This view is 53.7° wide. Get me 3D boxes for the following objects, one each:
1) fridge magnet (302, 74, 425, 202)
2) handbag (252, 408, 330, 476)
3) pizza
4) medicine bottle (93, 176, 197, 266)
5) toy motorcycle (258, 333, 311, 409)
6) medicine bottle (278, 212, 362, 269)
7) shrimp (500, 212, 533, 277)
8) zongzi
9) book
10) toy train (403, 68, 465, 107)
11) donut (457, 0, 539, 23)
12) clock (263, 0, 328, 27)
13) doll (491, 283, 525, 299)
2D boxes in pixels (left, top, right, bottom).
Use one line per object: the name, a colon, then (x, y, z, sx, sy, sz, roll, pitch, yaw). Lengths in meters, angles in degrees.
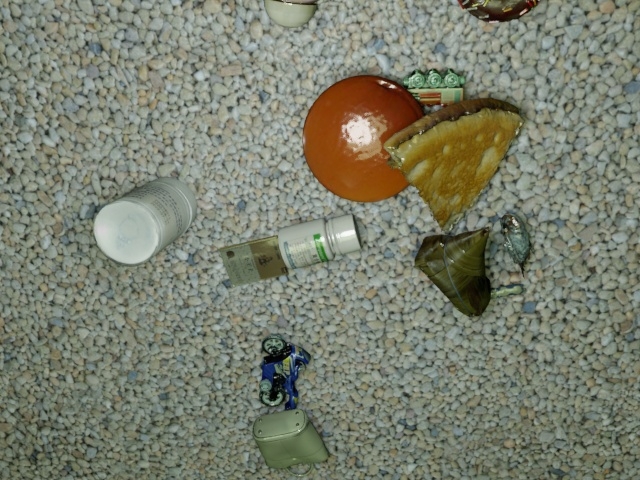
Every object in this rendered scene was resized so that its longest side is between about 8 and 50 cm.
fridge magnet: (0.128, -0.287, 1.806, 0.364, 0.155, 0.363, 2, 109, 5)
handbag: (-0.102, 0.725, 2.230, 0.241, 0.109, 0.315, -12, 131, 10)
pizza: (0.399, -0.258, 1.767, 0.392, 0.080, 0.435, -44, 139, 3)
medicine bottle: (-0.500, -0.064, 1.852, 0.190, 0.332, 0.190, 3, 108, 9)
toy motorcycle: (-0.120, 0.443, 2.116, 0.169, 0.113, 0.315, 2, 119, -5)
medicine bottle: (0.000, 0.000, 1.930, 0.237, 0.139, 0.139, -13, 108, 8)
shrimp: (0.598, 0.022, 1.922, 0.090, 0.079, 0.233, -30, 115, -25)
zongzi: (0.461, 0.086, 1.866, 0.286, 0.138, 0.300, 45, 143, -12)
book: (-0.214, 0.067, 2.035, 0.199, 0.016, 0.138, -13, 108, 9)
toy train: (0.321, -0.423, 1.787, 0.176, 0.074, 0.118, -2, 113, 3)
donut: (0.479, -0.706, 1.656, 0.270, 0.103, 0.269, 1, 108, 4)
clock: (-0.057, -0.765, 1.645, 0.342, 0.184, 0.326, -34, 108, 20)
doll: (0.583, 0.161, 1.994, 0.125, 0.027, 0.037, -13, 101, 9)
